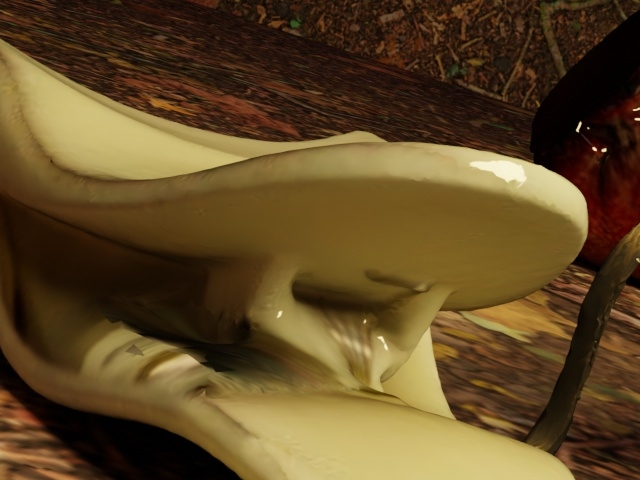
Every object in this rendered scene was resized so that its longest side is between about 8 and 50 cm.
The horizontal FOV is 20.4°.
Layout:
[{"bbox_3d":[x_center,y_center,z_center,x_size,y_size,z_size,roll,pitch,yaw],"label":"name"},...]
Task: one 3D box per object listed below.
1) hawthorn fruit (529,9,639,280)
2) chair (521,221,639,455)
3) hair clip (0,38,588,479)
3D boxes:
[{"bbox_3d":[0.259,-0.046,1.214,0.251,0.189,0.189,27,0,-38],"label":"hawthorn fruit"},{"bbox_3d":[0.189,0.008,0.606,0.174,0.213,0.149,22,5,39],"label":"chair"},{"bbox_3d":[-0.007,0.017,0.543,0.173,0.113,0.282,13,4,-27],"label":"hair clip"}]
